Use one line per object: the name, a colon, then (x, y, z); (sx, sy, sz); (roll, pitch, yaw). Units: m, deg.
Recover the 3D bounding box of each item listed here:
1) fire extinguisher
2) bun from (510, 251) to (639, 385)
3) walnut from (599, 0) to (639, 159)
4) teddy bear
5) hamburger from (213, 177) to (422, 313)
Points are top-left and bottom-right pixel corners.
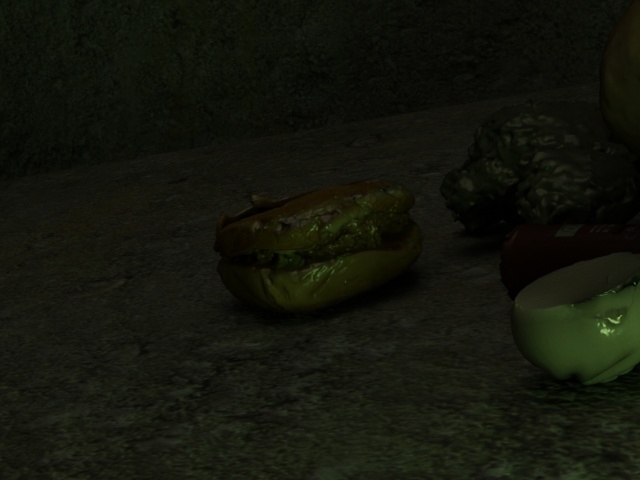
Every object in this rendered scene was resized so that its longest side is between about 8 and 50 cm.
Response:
fire extinguisher: (0.381, 0.011, 1.782); (0.337, 0.147, 0.106); (-1, 18, 42)
bun: (0.295, 0.094, 1.562); (0.172, 0.120, 0.173); (-19, 11, 4)
walnut: (0.555, -0.212, 1.940); (0.381, 0.381, 0.381); (-11, 13, 2)
teddy bear: (0.357, -0.073, 2.162); (0.357, 0.225, 0.368); (-8, 28, 8)
hamburger: (0.000, 0.000, 2.136); (0.318, 0.158, 0.318); (-12, 13, 3)
